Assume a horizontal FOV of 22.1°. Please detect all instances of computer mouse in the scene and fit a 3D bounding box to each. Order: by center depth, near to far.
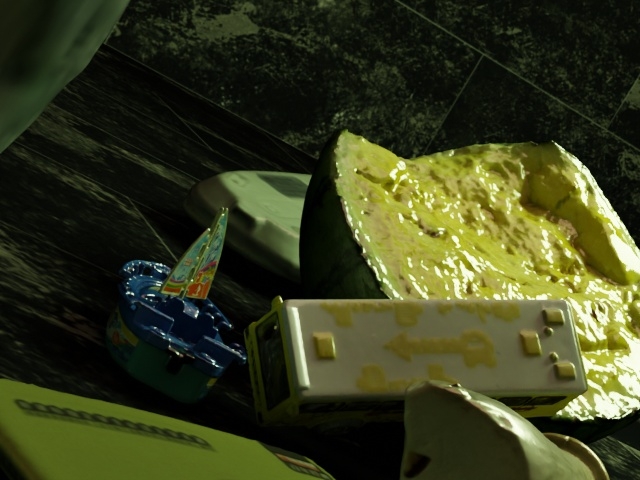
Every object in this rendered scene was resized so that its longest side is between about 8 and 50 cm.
[{"bbox_3d":[-0.003,0.006,1.631,0.197,0.095,0.331,34,16,31],"label":"computer mouse"}]

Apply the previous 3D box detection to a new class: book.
[{"bbox_3d":[0.002,0.171,0.708,0.239,0.035,0.352,22,11,-42],"label":"book"}]

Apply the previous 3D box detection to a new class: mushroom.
[{"bbox_3d":[0.120,0.160,1.049,0.108,0.096,0.247,34,3,32],"label":"mushroom"}]

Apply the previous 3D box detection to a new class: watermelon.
[{"bbox_3d":[0.114,0.056,1.316,0.331,0.189,0.330,19,47,-22],"label":"watermelon"}]

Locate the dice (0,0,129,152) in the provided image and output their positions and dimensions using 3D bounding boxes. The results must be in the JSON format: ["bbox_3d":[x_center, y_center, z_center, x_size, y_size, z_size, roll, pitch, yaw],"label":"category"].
[{"bbox_3d":[-0.282,-0.195,0.678,0.348,0.328,0.330,45,16,14],"label":"dice"}]

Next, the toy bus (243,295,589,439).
[{"bbox_3d":[0.065,0.084,1.082,0.226,0.081,0.074,3,-23,-25],"label":"toy bus"}]

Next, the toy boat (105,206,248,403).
[{"bbox_3d":[-0.084,0.029,1.040,0.091,0.110,0.175,29,5,-15],"label":"toy boat"}]
